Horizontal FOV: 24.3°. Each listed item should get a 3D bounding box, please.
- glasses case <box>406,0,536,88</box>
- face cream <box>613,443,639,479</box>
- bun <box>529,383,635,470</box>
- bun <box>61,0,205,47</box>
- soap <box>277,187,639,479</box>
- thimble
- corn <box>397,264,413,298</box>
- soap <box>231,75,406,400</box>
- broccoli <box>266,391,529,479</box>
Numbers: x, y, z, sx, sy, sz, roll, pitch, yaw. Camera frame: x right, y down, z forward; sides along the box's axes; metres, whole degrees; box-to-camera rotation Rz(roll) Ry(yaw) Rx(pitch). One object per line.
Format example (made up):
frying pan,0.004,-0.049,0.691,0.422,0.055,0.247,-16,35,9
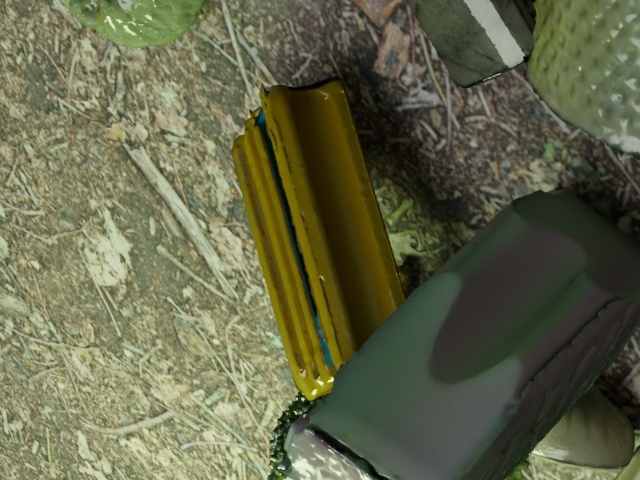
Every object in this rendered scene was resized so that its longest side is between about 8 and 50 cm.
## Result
glasses case,0.107,-0.295,1.438,0.114,0.060,0.299,-22,103,50
face cream,0.357,0.328,1.677,0.137,0.084,0.341,43,134,15
bun,0.279,0.194,1.618,0.138,0.138,0.094,12,91,38
bun,-0.234,-0.316,1.708,0.212,0.126,0.204,54,140,-3
soap,0.152,0.126,1.416,0.156,0.446,0.261,39,140,17
thimble,0.305,-0.181,1.173,0.271,0.271,0.150,26,133,28
corn,0.092,0.062,1.762,0.027,0.028,0.083,39,136,24
soap,0.000,-0.001,1.630,0.204,0.096,0.324,137,119,-69
broccoli,0.079,0.283,1.772,0.375,0.249,0.302,-14,106,43
